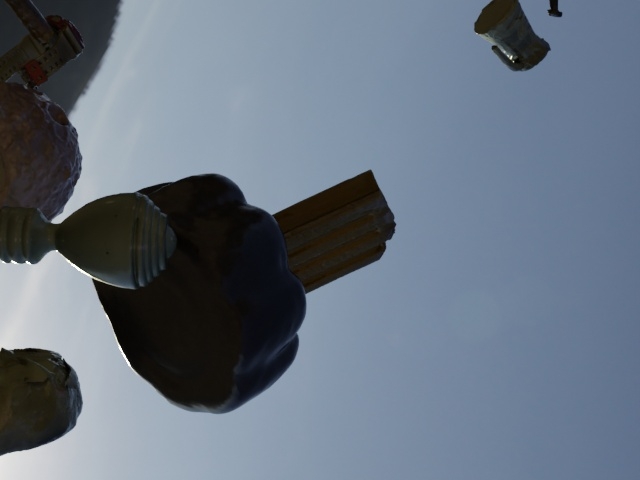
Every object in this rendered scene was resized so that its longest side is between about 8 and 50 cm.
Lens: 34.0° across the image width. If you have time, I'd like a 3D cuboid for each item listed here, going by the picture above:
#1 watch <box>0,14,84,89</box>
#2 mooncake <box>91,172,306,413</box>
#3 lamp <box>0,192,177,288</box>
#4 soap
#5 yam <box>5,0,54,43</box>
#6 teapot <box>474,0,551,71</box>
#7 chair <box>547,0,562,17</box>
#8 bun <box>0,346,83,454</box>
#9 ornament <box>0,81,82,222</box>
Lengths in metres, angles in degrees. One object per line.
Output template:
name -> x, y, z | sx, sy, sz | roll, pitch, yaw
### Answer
watch -> -0.599, -0.351, 2.119 | 0.165, 0.102, 0.268 | 1, -138, 40
mooncake -> -0.154, 0.063, 1.317 | 0.306, 0.306, 0.154 | -25, -173, 46
lamp -> -0.253, -0.001, 1.139 | 0.106, 0.193, 0.106 | 1, 90, -90
soap -> 0.000, 0.000, 1.580 | 0.232, 0.140, 0.073 | -25, -129, 3
yam -> -0.629, -0.521, 2.021 | 0.045, 0.327, 0.045 | -10, -139, 29
teapot -> 0.208, -0.215, 1.117 | 0.057, 0.083, 0.067 | -10, -131, 52
chair -> 0.249, -0.663, 1.951 | 0.362, 0.365, 0.410 | 37, -59, 57
bun -> -0.455, 0.226, 1.493 | 0.239, 0.239, 0.141 | 1, -72, 58
ornament -> -0.513, -0.129, 1.695 | 0.259, 0.259, 0.225 | -49, 178, 20
